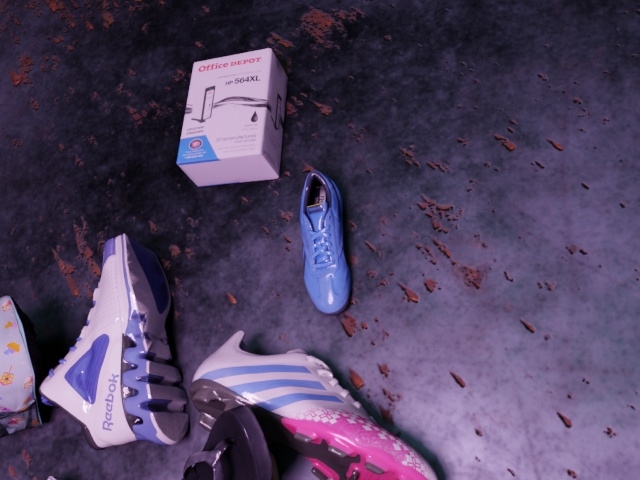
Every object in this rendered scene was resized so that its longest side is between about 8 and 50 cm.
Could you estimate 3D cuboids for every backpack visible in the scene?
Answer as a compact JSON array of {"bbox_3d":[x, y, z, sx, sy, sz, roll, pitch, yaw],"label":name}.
[{"bbox_3d":[-0.468,0.177,0.847,0.166,0.144,0.188,57,137,30],"label":"backpack"}]

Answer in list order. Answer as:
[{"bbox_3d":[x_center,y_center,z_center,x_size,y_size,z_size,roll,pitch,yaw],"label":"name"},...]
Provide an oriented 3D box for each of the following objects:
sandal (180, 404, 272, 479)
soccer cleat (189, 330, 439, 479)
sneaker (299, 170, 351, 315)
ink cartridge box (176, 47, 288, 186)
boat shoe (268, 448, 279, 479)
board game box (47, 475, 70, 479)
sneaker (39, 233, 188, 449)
[{"bbox_3d":[-0.128,0.287,0.696,0.097,0.054,0.255,52,129,27],"label":"sandal"},{"bbox_3d":[0.000,0.206,0.742,0.331,0.116,0.143,20,45,15],"label":"soccer cleat"},{"bbox_3d":[0.000,0.000,0.852,0.069,0.082,0.209,-9,66,13],"label":"sneaker"},{"bbox_3d":[-0.141,-0.201,0.987,0.148,0.086,0.203,-5,66,17],"label":"ink cartridge box"},{"bbox_3d":[-0.074,0.343,0.725,0.068,0.072,0.190,-26,61,6],"label":"boat shoe"},{"bbox_3d":[-0.284,0.457,0.744,0.305,0.053,0.193,21,70,27],"label":"board game box"},{"bbox_3d":[-0.312,0.155,0.860,0.182,0.127,0.316,-20,64,7],"label":"sneaker"}]
